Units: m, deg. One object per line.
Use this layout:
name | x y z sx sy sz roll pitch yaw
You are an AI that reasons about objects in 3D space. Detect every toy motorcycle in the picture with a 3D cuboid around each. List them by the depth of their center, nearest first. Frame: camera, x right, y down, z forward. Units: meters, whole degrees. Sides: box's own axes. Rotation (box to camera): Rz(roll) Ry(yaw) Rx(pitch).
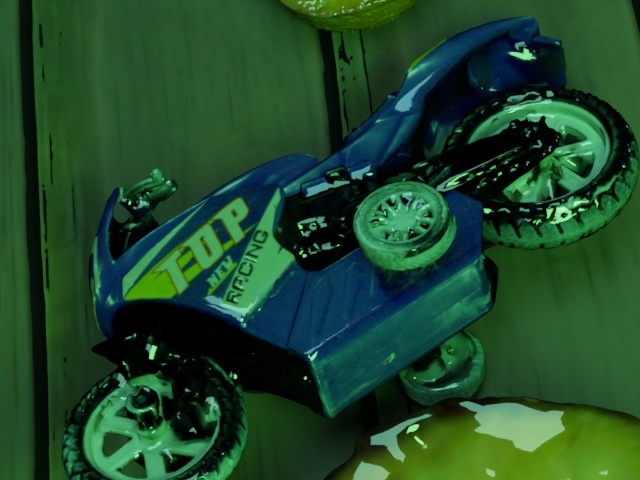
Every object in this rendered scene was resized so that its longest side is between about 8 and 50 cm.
toy motorcycle | 0.000 0.000 0.820 0.315 0.113 0.169 -33 48 -14

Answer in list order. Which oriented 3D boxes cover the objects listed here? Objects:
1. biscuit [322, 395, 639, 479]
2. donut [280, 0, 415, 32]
biscuit | 0.079 0.206 0.682 0.296 0.102 0.296 -10 56 15
donut | 0.011 -0.156 0.941 0.097 0.043 0.108 -13 60 9
